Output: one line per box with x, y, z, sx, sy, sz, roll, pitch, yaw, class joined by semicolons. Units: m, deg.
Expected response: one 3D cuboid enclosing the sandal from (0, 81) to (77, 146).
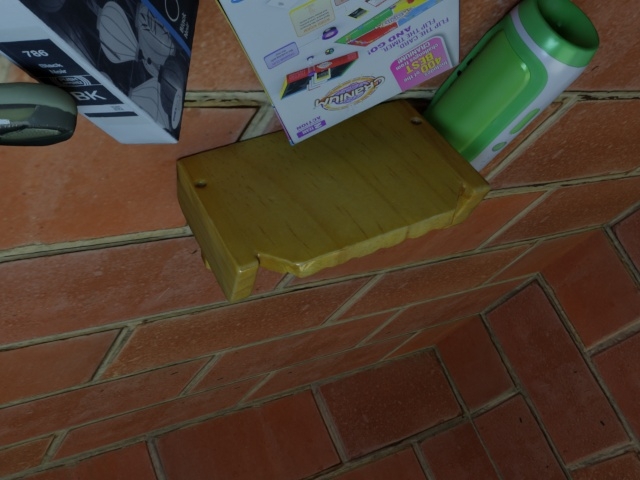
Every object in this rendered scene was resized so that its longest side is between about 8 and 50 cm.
-0.322;-0.115;0.490;0.303;0.086;0.120;2;-175;-5;sandal

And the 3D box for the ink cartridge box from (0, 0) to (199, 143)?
-0.181;-0.202;0.472;0.065;0.165;0.333;2;166;17;ink cartridge box

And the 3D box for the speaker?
0.248;-0.206;1.005;0.131;0.131;0.296;-10;155;-35;speaker

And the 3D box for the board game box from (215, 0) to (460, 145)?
0.029;-0.243;0.757;0.242;0.064;0.316;-26;160;2;board game box

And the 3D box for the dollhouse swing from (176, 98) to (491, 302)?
0.000;0.000;1.031;0.347;0.315;0.304;-18;138;-19;dollhouse swing
